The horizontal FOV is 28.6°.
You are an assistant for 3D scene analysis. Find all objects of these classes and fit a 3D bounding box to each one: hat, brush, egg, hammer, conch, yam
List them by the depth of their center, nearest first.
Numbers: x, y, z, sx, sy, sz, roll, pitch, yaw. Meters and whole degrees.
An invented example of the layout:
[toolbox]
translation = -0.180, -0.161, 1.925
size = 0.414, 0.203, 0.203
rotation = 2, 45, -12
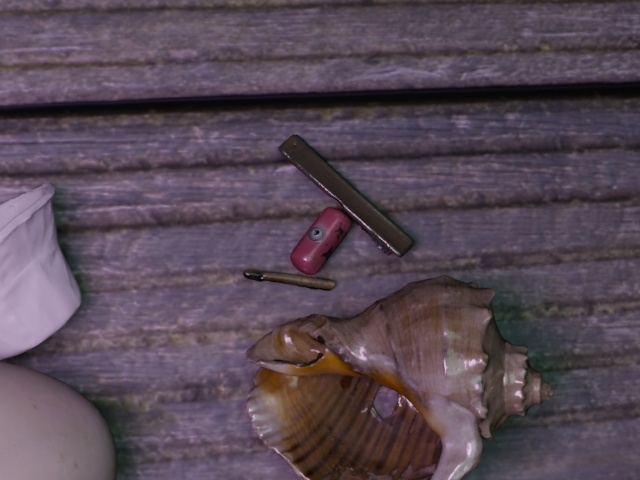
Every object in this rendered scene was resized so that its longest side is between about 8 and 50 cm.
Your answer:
[egg]
translation = -0.356, 0.252, 1.181
size = 0.345, 0.283, 0.283
rotation = -30, 87, -29
[hat]
translation = -0.323, 0.042, 1.293
size = 0.203, 0.203, 0.126
rotation = -38, 108, -15
[conch]
translation = 0.085, 0.171, 1.340
size = 0.186, 0.324, 0.263
rotation = 32, 63, -51
[yam]
translation = -0.035, 0.044, 1.419
size = 0.107, 0.014, 0.014
rotation = 8, 79, -10
[hammer]
translation = 0.000, 0.000, 1.420
size = 0.043, 0.043, 0.083
rotation = 39, 76, -3
[brush]
translation = 0.028, -0.048, 1.444
size = 0.190, 0.027, 0.034
rotation = 42, 62, 5
